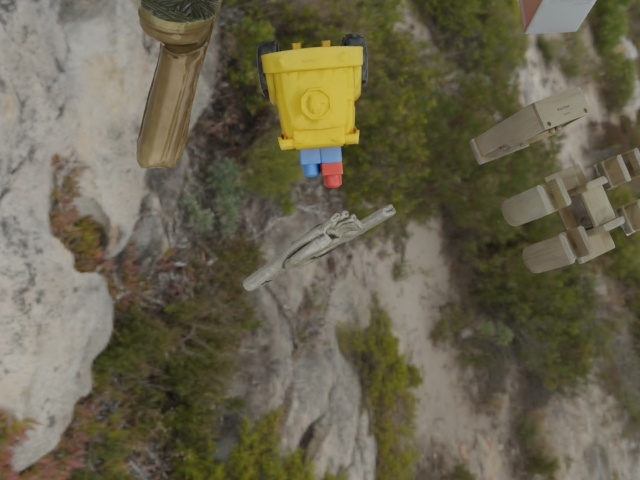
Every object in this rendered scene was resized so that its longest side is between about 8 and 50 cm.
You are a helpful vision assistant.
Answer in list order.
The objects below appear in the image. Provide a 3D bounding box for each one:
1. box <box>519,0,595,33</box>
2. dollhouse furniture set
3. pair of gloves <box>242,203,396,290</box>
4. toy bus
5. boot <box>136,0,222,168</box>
[{"bbox_3d":[0.380,-0.428,1.212,0.170,0.091,0.130,96,-10,-74],"label":"box"},{"bbox_3d":[0.358,-0.083,1.170,0.212,0.161,0.242,-21,86,-26],"label":"dollhouse furniture set"},{"bbox_3d":[0.000,0.000,1.213,0.042,0.204,0.240,61,28,4],"label":"pair of gloves"},{"bbox_3d":[-0.003,-0.186,1.106,0.220,0.149,0.212,-94,177,-76],"label":"toy bus"},{"bbox_3d":[-0.218,-0.221,1.105,0.236,0.089,0.270,-63,175,-63],"label":"boot"}]
